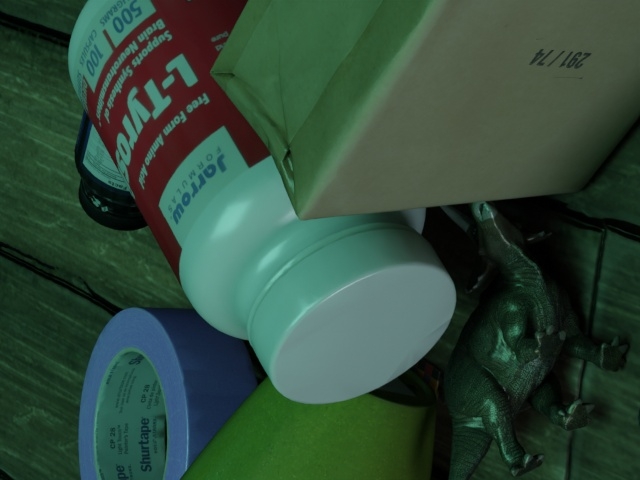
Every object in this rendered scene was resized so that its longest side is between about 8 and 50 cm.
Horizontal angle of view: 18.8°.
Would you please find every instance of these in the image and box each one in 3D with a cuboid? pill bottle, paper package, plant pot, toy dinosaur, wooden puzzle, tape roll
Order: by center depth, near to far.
[{"bbox_3d":[0.129,-0.178,1.510,0.168,0.325,0.309,57,134,29],"label":"paper package"},{"bbox_3d":[0.167,0.106,1.690,0.160,0.121,0.313,44,132,52],"label":"toy dinosaur"},{"bbox_3d":[-0.050,-0.063,1.706,0.408,0.229,0.229,58,134,34],"label":"pill bottle"},{"bbox_3d":[-0.013,0.247,1.811,0.275,0.275,0.293,37,110,41],"label":"plant pot"},{"bbox_3d":[0.095,0.136,1.837,0.083,0.006,0.049,32,118,43],"label":"wooden puzzle"},{"bbox_3d":[-0.193,-0.115,2.042,0.123,0.123,0.219,57,146,28],"label":"pill bottle"},{"bbox_3d":[-0.163,0.208,2.046,0.275,0.090,0.275,-6,83,60],"label":"tape roll"}]
